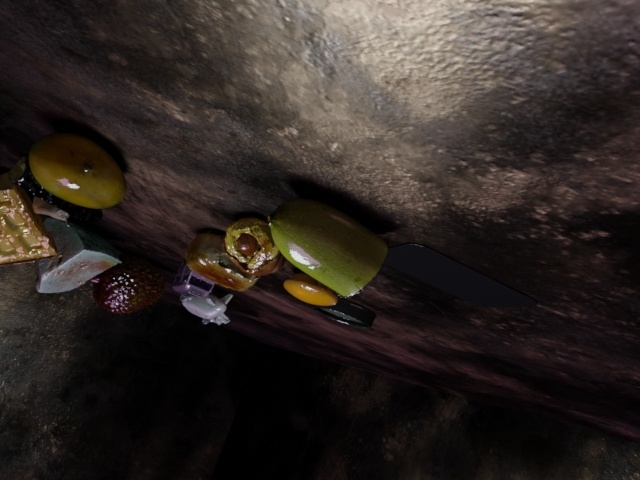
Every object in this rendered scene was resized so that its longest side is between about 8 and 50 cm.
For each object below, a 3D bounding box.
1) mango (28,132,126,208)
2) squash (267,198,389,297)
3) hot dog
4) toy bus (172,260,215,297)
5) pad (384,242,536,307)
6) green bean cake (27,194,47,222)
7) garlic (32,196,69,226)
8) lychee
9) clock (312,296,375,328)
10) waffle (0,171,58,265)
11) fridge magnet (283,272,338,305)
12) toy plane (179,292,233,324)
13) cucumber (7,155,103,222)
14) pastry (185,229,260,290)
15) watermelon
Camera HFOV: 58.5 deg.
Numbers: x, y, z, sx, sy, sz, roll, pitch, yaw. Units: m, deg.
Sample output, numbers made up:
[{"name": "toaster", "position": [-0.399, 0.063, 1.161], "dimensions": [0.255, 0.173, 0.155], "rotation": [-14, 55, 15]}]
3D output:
[{"name": "mango", "position": [-0.438, -0.115, 1.052], "dimensions": [0.157, 0.114, 0.251], "rotation": [14, 164, -2]}, {"name": "squash", "position": [0.000, 0.000, 0.891], "dimensions": [0.187, 0.123, 0.123], "rotation": [31, 161, -23]}, {"name": "hot dog", "position": [-0.136, 0.026, 1.182], "dimensions": [0.123, 0.093, 0.261], "rotation": [17, 164, 13]}, {"name": "toy bus", "position": [-0.399, 0.124, 1.811], "dimensions": [0.096, 0.108, 0.199], "rotation": [27, 163, -22]}, {"name": "pad", "position": [0.235, 0.068, 1.023], "dimensions": [0.267, 0.004, 0.181], "rotation": [25, 164, -16]}, {"name": "green bean cake", "position": [-0.996, -0.090, 1.755], "dimensions": [0.250, 0.156, 0.247], "rotation": [31, 160, -32]}, {"name": "garlic", "position": [-0.686, -0.095, 1.495], "dimensions": [0.152, 0.084, 0.066], "rotation": [16, -174, 21]}, {"name": "lychee", "position": [-0.717, 0.163, 2.132], "dimensions": [0.271, 0.235, 0.236], "rotation": [6, 174, -33]}, {"name": "clock", "position": [0.064, 0.203, 1.619], "dimensions": [0.185, 0.040, 0.184], "rotation": [19, 164, 5]}, {"name": "waffle", "position": [-0.948, -0.031, 1.581], "dimensions": [0.348, 0.077, 0.304], "rotation": [-10, 140, -6]}, {"name": "fridge magnet", "position": [-0.022, 0.123, 1.420], "dimensions": [0.143, 0.063, 0.143], "rotation": [17, 164, 5]}, {"name": "toy plane", "position": [-0.459, 0.249, 2.282], "dimensions": [0.267, 0.122, 0.266], "rotation": [27, 151, 17]}, {"name": "cucumber", "position": [-0.628, -0.110, 1.400], "dimensions": [0.072, 0.072, 0.300], "rotation": [13, 164, 26]}, {"name": "pastry", "position": [-0.231, 0.049, 1.376], "dimensions": [0.182, 0.093, 0.192], "rotation": [26, 159, -15]}, {"name": "watermelon", "position": [-0.859, 0.066, 1.920], "dimensions": [0.387, 0.258, 0.228], "rotation": [14, 161, 35]}]
